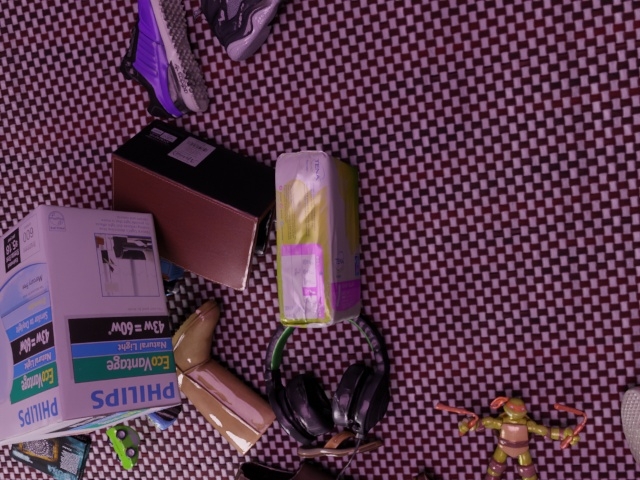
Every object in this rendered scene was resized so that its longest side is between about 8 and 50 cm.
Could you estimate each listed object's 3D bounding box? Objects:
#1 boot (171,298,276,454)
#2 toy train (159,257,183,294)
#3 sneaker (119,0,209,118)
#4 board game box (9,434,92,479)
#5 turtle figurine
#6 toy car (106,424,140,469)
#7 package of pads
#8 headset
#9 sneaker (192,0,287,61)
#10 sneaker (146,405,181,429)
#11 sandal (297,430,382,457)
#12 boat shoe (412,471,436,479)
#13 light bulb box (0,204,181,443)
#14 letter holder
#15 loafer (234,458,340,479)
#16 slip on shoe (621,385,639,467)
[{"bbox_3d":[-0.194,0.280,1.424,0.269,0.089,0.236,41,118,4],"label":"boot"},{"bbox_3d":[-0.371,0.053,1.429,0.184,0.080,0.105,15,96,15],"label":"toy train"},{"bbox_3d":[-0.328,-0.373,1.317,0.146,0.102,0.293,-13,97,18],"label":"sneaker"},{"bbox_3d":[-0.634,0.487,1.609,0.186,0.026,0.126,21,106,10],"label":"board game box"},{"bbox_3d":[0.349,0.377,1.293,0.270,0.087,0.217,2,109,6],"label":"turtle figurine"},{"bbox_3d":[-0.445,0.382,1.481,0.239,0.053,0.224,-35,82,45],"label":"toy car"},{"bbox_3d":[0.000,0.000,1.210,0.101,0.229,0.296,-3,87,17],"label":"package of pads"},{"bbox_3d":[0.016,0.316,1.302,0.244,0.185,0.393,-13,81,16],"label":"headset"},{"bbox_3d":[-0.126,-0.471,1.242,0.153,0.101,0.268,41,110,2],"label":"sneaker"},{"bbox_3d":[-0.373,0.323,1.491,0.188,0.078,0.067,45,151,16],"label":"sneaker"},{"bbox_3d":[0.036,0.414,1.401,0.180,0.072,0.049,-9,77,21],"label":"sandal"},{"bbox_3d":[0.263,0.536,1.358,0.073,0.073,0.207,-34,98,17],"label":"boat shoe"},{"bbox_3d":[-0.467,0.167,1.268,0.358,0.225,0.360,-25,70,41],"label":"light bulb box"},{"bbox_3d":[-0.233,-0.063,1.329,0.302,0.152,0.214,24,132,9],"label":"letter holder"},{"bbox_3d":[-0.025,0.524,1.396,0.366,0.134,0.130,-1,101,15],"label":"loafer"},{"bbox_3d":[0.645,0.400,1.218,0.101,0.123,0.331,-30,87,-14],"label":"slip on shoe"}]
